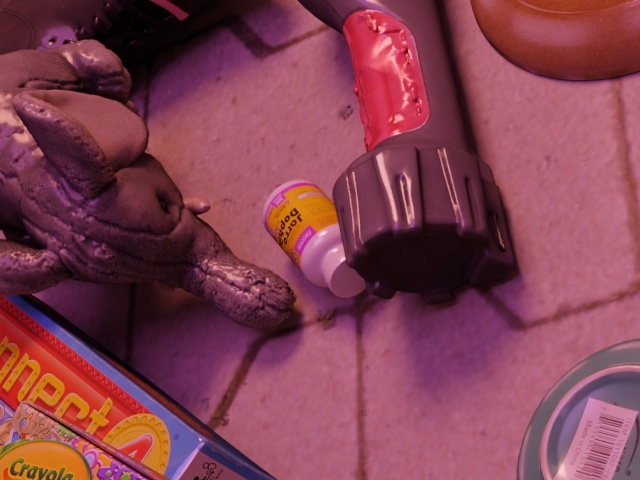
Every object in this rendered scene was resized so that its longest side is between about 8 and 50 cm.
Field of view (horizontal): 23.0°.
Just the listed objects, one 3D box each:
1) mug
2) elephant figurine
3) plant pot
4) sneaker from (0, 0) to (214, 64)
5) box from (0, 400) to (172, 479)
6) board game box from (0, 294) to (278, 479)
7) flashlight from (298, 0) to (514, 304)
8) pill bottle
[{"bbox_3d":[0.159,0.119,0.713,0.129,0.097,0.157,-34,46,17],"label":"mug"},{"bbox_3d":[-0.154,-0.031,1.000,0.186,0.169,0.239,-23,33,-12],"label":"elephant figurine"},{"bbox_3d":[0.186,-0.206,0.958,0.236,0.032,0.236,-21,50,28],"label":"plant pot"},{"bbox_3d":[-0.159,-0.139,1.151,0.296,0.104,0.147,-16,55,38],"label":"sneaker"},{"bbox_3d":[-0.051,0.266,0.647,0.177,0.290,0.279,21,76,46],"label":"box"},{"bbox_3d":[-0.213,0.198,0.972,0.308,0.086,0.302,28,82,46],"label":"board game box"},{"bbox_3d":[0.033,-0.104,0.963,0.103,0.103,0.304,-26,48,23],"label":"flashlight"},{"bbox_3d":[0.000,0.000,0.962,0.043,0.043,0.083,-47,43,4],"label":"pill bottle"}]
